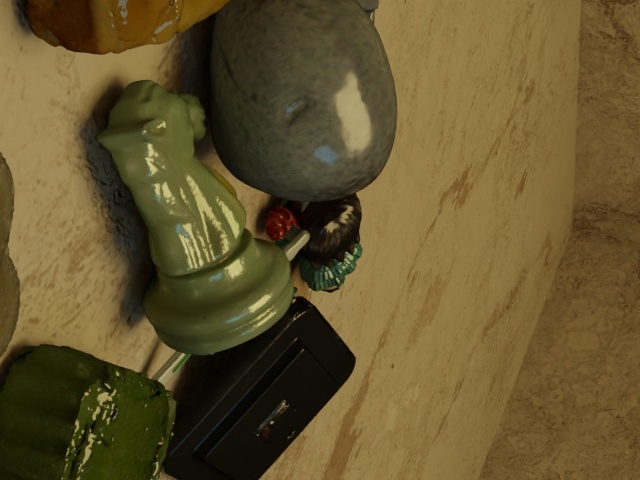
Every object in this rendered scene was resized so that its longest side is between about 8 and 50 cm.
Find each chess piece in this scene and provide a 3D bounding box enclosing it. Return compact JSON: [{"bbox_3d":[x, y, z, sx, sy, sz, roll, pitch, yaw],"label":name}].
[{"bbox_3d":[-0.144,-0.040,1.214,0.176,0.175,0.298,-54,136,-46],"label":"chess piece"}]

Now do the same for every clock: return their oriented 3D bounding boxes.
[{"bbox_3d":[-0.071,0.224,1.495,0.279,0.049,0.273,-48,153,-6],"label":"clock"}]

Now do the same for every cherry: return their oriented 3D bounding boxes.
[{"bbox_3d":[-0.023,-0.168,1.306,0.255,0.218,0.296,-89,168,-60],"label":"cherry"}]

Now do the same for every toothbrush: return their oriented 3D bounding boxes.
[{"bbox_3d":[-0.120,0.095,1.337,0.304,0.030,0.030,-48,150,-15],"label":"toothbrush"}]

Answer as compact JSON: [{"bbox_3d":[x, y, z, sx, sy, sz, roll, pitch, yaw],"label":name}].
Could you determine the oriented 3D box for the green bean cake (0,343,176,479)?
[{"bbox_3d":[-0.240,0.219,1.120,0.200,0.113,0.214,40,64,-66],"label":"green bean cake"}]

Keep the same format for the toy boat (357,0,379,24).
[{"bbox_3d":[0.022,-0.260,1.566,0.127,0.078,0.283,-24,124,-65],"label":"toy boat"}]

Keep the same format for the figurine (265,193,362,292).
[{"bbox_3d":[0.000,0.000,1.623,0.138,0.110,0.245,-50,157,-17],"label":"figurine"}]

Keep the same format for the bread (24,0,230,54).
[{"bbox_3d":[-0.152,-0.285,1.047,0.294,0.132,0.167,-49,152,-53],"label":"bread"}]

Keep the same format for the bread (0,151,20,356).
[{"bbox_3d":[-0.318,0.086,0.870,0.183,0.101,0.337,53,54,-63],"label":"bread"}]

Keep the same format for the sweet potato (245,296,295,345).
[{"bbox_3d":[-0.083,0.094,1.476,0.124,0.098,0.310,-68,154,-6],"label":"sweet potato"}]
